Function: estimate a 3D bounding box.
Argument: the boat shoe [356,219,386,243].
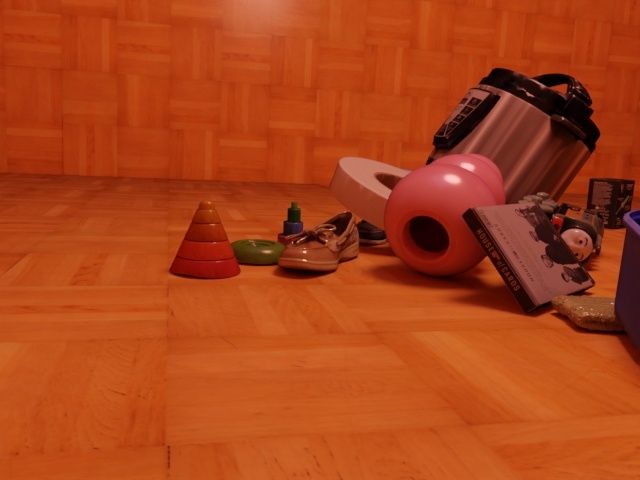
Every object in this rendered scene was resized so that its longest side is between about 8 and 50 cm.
[{"bbox_3d":[0.146,-0.042,1.483,0.095,0.079,0.254,18,18,31],"label":"boat shoe"}]

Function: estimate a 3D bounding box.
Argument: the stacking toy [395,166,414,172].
[{"bbox_3d":[0.209,-0.110,1.781,0.175,0.166,0.302,12,-2,-3],"label":"stacking toy"}]

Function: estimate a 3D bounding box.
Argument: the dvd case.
[{"bbox_3d":[0.344,0.018,0.986,0.238,0.179,0.029,-7,-29,-46],"label":"dvd case"}]

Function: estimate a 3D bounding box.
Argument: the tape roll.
[{"bbox_3d":[0.212,-0.089,1.434,0.391,0.072,0.392,20,19,-7],"label":"tape roll"}]

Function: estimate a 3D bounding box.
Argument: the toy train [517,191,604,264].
[{"bbox_3d":[0.540,-0.024,1.376,0.190,0.142,0.334,17,14,21],"label":"toy train"}]

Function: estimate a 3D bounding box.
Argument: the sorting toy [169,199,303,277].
[{"bbox_3d":[-0.132,-0.022,1.137,0.127,0.126,0.365,8,11,30],"label":"sorting toy"}]

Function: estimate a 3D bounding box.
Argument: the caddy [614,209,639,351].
[{"bbox_3d":[0.488,0.040,0.708,0.241,0.179,0.341,9,16,12],"label":"caddy"}]

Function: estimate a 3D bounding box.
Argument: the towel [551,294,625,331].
[{"bbox_3d":[0.413,0.105,0.850,0.148,0.027,0.110,4,10,-2],"label":"towel"}]

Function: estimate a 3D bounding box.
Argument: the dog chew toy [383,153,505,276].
[{"bbox_3d":[0.256,-0.071,1.153,0.206,0.207,0.332,8,29,28],"label":"dog chew toy"}]

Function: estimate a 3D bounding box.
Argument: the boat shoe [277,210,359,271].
[{"bbox_3d":[0.000,0.000,1.150,0.104,0.089,0.285,7,10,18],"label":"boat shoe"}]

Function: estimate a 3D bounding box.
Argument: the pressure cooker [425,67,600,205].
[{"bbox_3d":[0.538,-0.270,1.664,0.370,0.420,0.375,40,11,30],"label":"pressure cooker"}]

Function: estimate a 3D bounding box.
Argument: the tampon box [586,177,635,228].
[{"bbox_3d":[0.962,-0.126,2.019,0.120,0.161,0.101,-4,12,-40],"label":"tampon box"}]
